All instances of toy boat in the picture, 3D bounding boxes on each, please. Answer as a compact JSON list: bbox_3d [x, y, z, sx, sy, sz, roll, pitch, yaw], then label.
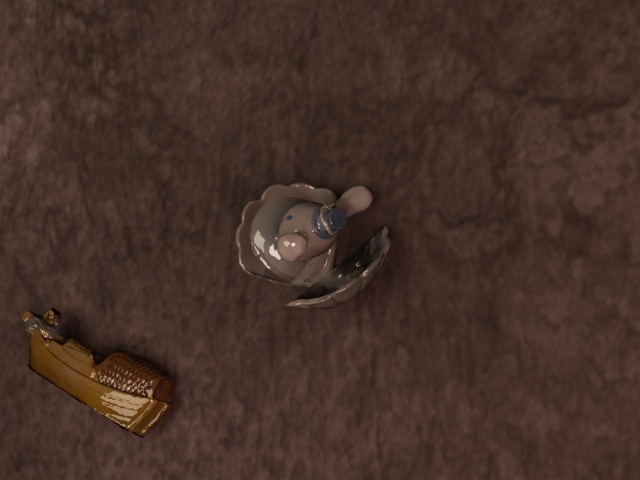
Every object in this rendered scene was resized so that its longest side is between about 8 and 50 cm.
[{"bbox_3d":[-0.162,0.090,1.416,0.149,0.047,0.049,27,89,37],"label":"toy boat"}]

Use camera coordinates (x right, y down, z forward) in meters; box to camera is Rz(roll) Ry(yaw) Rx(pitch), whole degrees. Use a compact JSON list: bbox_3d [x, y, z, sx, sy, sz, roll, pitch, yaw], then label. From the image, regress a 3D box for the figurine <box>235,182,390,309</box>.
[{"bbox_3d":[0.000,0.000,1.266,0.082,0.094,0.086,55,161,-12],"label":"figurine"}]
